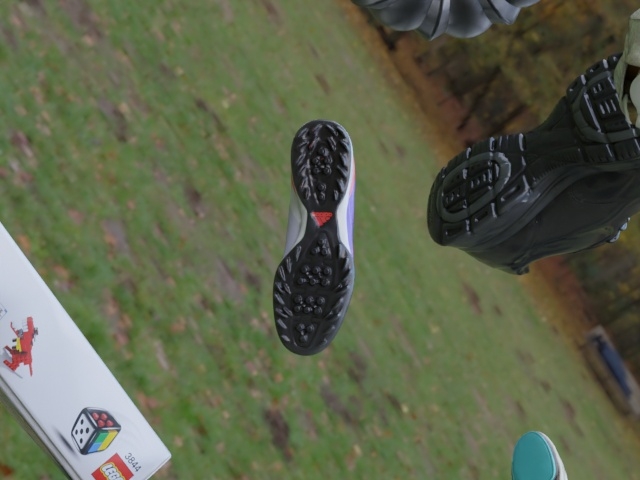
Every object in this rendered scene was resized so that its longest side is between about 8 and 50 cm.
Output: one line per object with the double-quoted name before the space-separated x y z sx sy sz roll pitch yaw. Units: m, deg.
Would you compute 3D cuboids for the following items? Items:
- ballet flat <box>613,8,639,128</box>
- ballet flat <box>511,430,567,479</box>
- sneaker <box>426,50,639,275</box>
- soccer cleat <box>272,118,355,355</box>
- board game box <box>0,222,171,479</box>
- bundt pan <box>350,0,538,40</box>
"ballet flat" 0.218 -0.101 0.821 0.168 0.057 0.052 47 59 -66
"ballet flat" 0.341 0.393 1.841 0.086 0.086 0.248 53 20 -29
"sneaker" 0.230 -0.060 1.024 0.130 0.286 0.109 33 43 -38
"soccer cleat" 0.000 0.000 1.681 0.116 0.108 0.318 51 42 -78
"board game box" -0.214 -0.001 0.685 0.193 0.053 0.305 19 -36 59
"bundt pan" 0.157 -0.372 1.478 0.331 0.330 0.124 49 27 -41
